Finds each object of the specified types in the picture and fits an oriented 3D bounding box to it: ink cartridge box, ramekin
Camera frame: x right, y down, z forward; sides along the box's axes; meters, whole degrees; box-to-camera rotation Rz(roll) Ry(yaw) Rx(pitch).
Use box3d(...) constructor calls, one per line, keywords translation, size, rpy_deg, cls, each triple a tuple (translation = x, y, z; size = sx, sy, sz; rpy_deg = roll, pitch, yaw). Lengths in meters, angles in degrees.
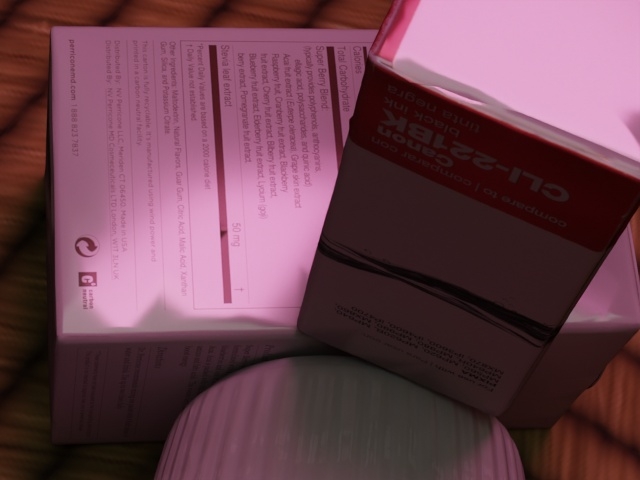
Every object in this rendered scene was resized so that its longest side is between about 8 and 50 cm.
box3d(translation=(0.088, -0.067, 0.783), size=(0.114, 0.273, 0.197), rpy_deg=(23, 66, 4), cls="ink cartridge box")
box3d(translation=(0.010, 0.144, 0.916), size=(0.207, 0.207, 0.109), rpy_deg=(10, 56, -5), cls="ramekin")

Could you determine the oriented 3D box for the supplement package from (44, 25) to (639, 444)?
box3d(translation=(0.000, 0.000, 0.986), size=(0.293, 0.177, 0.175), rpy_deg=(0, 67, -10), cls="supplement package")
